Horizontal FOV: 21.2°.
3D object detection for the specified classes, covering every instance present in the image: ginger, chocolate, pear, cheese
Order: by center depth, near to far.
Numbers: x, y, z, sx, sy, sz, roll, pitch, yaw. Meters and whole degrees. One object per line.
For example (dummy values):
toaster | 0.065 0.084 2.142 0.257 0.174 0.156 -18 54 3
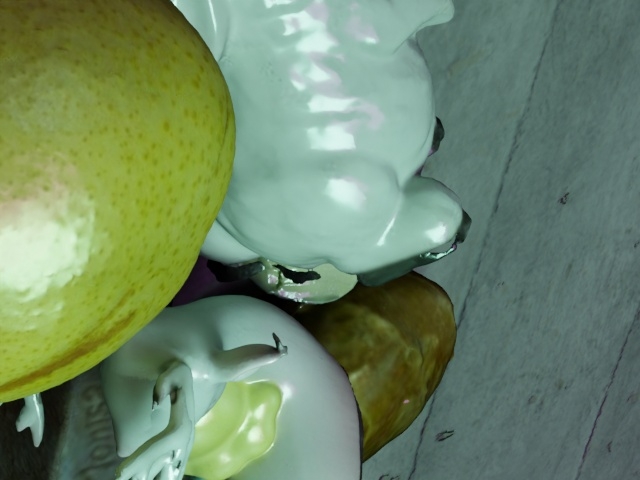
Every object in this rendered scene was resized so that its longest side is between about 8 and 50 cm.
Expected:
pear | -0.214 -0.048 0.974 0.314 0.314 0.314 -25 138 -25
chocolate | -0.191 0.115 1.290 0.112 0.112 0.321 -12 131 -38
cheese | 0.004 0.005 1.382 0.171 0.092 0.047 -1 132 -42
ginger | -0.022 0.124 1.416 0.321 0.172 0.165 -30 100 -15

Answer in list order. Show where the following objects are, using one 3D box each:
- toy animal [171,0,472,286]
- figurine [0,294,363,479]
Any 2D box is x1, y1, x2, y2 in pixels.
toy animal | -0.039 -0.136 1.166 0.258 0.194 0.357 -29 128 3
figurine | -0.109 0.153 1.157 0.284 0.206 0.316 -56 142 -7
